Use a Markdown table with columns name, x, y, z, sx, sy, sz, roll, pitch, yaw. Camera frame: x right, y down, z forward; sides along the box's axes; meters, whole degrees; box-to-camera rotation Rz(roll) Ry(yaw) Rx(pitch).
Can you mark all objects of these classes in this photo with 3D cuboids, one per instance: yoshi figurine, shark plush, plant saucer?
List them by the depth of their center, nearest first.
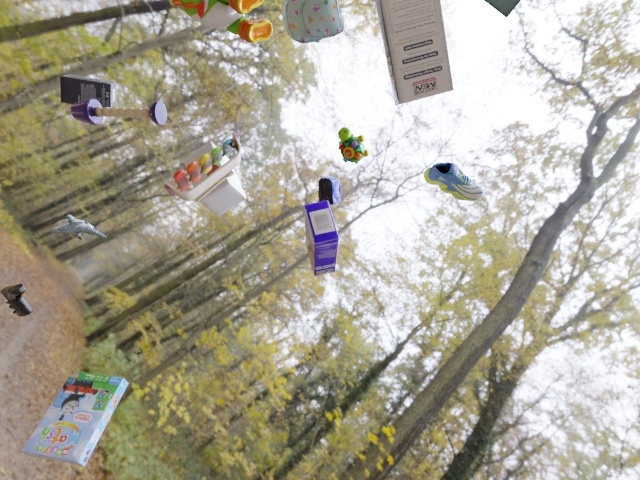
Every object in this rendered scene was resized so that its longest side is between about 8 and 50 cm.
| name | x | y | z | sx | sy | sz | roll | pitch | yaw |
| --- | --- | --- | --- | --- | --- | --- | --- | --- | --- |
| plant saucer | 0.452 | -0.689 | 1.090 | 0.192 | 0.018 | 0.067 | 37 | -59 | 0 |
| yoshi figurine | -0.293 | -0.741 | 1.246 | 0.362 | 0.203 | 0.203 | 32 | -74 | 28 |
| shark plush | -0.851 | -0.034 | 1.432 | 0.161 | 0.067 | 0.073 | 26 | -29 | -38 |

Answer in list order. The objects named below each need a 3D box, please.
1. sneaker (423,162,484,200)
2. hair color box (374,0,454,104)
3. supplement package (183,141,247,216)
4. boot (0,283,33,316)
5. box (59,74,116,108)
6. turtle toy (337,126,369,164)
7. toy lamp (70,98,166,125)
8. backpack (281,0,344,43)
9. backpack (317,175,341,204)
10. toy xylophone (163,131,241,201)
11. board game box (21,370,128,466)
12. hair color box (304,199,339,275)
| name | x | y | z | sx | sy | sz | roll | pitch | yaw |
| --- | --- | --- | --- | --- | --- | --- | --- | --- | --- |
| sneaker | 0.510 | -0.223 | 1.516 | 0.240 | 0.091 | 0.126 | 20 | -13 | 6 |
| hair color box | 0.281 | -0.608 | 1.225 | 0.105 | 0.174 | 0.346 | -87 | 163 | -74 |
| supplement package | -0.520 | -0.302 | 1.993 | 0.292 | 0.178 | 0.175 | 61 | 7 | 28 |
| boot | -0.927 | 0.187 | 1.247 | 0.121 | 0.045 | 0.099 | -8 | -65 | 31 |
| box | -0.835 | -0.539 | 1.462 | 0.156 | 0.159 | 0.093 | -130 | -134 | -59 |
| turtle toy | 0.096 | -0.306 | 1.307 | 0.095 | 0.066 | 0.130 | -8 | -65 | 34 |
| toy lamp | -0.607 | -0.382 | 1.210 | 0.275 | 0.080 | 0.080 | 5 | -43 | 7 |
| backpack | -0.028 | -0.732 | 1.314 | 0.144 | 0.189 | 0.165 | -105 | 178 | -53 |
| backpack | 0.042 | -0.233 | 1.828 | 0.098 | 0.101 | 0.120 | 10 | -63 | 36 |
| toy xylophone | -0.406 | -0.245 | 1.455 | 0.081 | 0.323 | 0.236 | 50 | -21 | -2 |
| board game box | -0.624 | 0.451 | 1.041 | 0.160 | 0.211 | 0.039 | 4 | -43 | 10 |
| hair color box | 0.000 | 0.000 | 1.719 | 0.338 | 0.110 | 0.185 | 88 | -12 | -63 |
